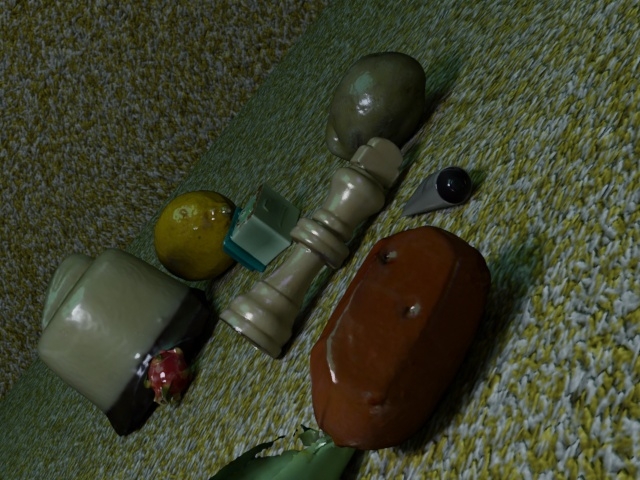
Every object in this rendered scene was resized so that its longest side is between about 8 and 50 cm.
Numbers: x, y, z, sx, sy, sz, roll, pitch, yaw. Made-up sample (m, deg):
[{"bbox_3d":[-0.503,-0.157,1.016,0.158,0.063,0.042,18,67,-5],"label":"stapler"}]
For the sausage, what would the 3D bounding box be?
[{"bbox_3d":[0.085,0.109,1.257,0.268,0.153,0.141,-58,-24,-19],"label":"sausage"}]

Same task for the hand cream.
[{"bbox_3d":[0.164,-0.072,1.618,0.087,0.054,0.186,-52,9,-12],"label":"hand cream"}]

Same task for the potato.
[{"bbox_3d":[0.093,-0.228,1.953,0.178,0.160,0.235,-16,-30,-43],"label":"potato"}]

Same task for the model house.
[{"bbox_3d":[-0.126,-0.012,2.192,0.149,0.100,0.127,-44,17,32],"label":"model house"}]

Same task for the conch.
[{"bbox_3d":[-0.066,0.300,1.300,0.143,0.137,0.251,-36,23,47],"label":"conch"}]

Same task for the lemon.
[{"bbox_3d":[-0.254,-0.012,2.382,0.256,0.188,0.188,-38,21,53],"label":"lemon"}]

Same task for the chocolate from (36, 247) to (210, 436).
[{"bbox_3d":[-0.423,0.177,2.273,0.314,0.297,0.326,-56,17,6],"label":"chocolate"}]

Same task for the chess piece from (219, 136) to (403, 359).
[{"bbox_3d":[0.000,0.000,1.808,0.397,0.117,0.117,-53,16,-8],"label":"chess piece"}]

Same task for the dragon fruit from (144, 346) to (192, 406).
[{"bbox_3d":[-0.282,0.253,2.083,0.081,0.086,0.116,-35,20,34],"label":"dragon fruit"}]
